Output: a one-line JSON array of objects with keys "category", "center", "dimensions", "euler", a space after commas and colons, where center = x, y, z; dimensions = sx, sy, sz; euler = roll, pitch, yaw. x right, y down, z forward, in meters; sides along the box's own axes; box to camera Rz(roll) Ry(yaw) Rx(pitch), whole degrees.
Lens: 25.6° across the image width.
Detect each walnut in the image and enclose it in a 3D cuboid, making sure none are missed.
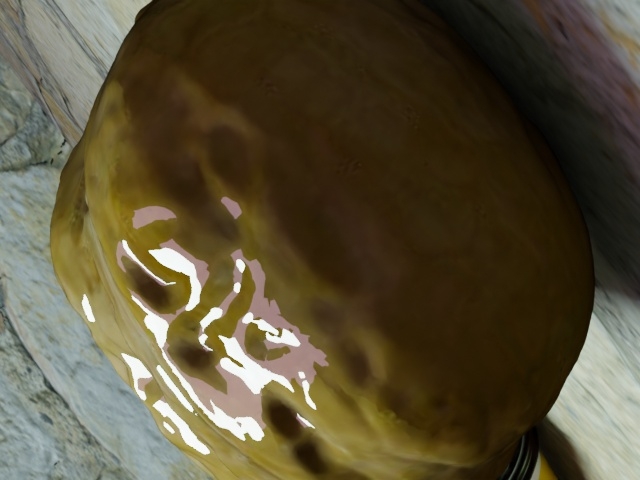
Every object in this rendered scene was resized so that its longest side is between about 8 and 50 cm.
[{"category": "walnut", "center": [0.000, 0.000, 0.956], "dimensions": [0.398, 0.308, 0.354], "euler": [55, 155, -2]}]

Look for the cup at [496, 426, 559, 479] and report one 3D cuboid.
[{"category": "cup", "center": [0.176, 0.290, 1.385], "dimensions": [0.280, 0.196, 0.196], "euler": [49, 169, -25]}]
